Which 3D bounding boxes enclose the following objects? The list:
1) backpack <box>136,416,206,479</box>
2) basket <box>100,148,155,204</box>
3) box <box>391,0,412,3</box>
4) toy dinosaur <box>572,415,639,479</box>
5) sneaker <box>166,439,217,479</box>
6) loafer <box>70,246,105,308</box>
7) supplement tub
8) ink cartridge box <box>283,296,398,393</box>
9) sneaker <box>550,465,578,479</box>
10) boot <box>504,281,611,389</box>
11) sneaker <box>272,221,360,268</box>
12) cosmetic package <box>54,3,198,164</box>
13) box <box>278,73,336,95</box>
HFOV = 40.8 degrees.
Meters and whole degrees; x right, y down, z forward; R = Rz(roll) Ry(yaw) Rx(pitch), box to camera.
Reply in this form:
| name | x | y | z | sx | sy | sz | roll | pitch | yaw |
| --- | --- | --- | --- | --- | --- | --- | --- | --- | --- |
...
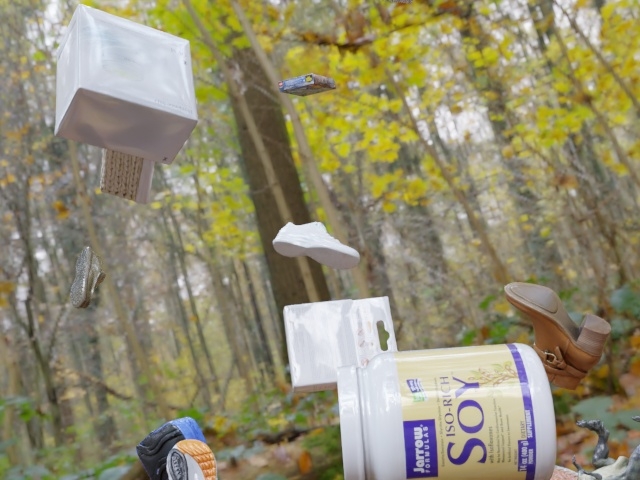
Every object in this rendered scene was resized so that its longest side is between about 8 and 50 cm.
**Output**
| name | x | y | z | sx | sy | sz | roll | pitch | yaw |
| --- | --- | --- | --- | --- | --- | --- | --- | --- | --- |
| backpack | -0.273 | 0.390 | 1.635 | 0.120 | 0.098 | 0.101 | -43 | -15 | 27 |
| basket | -0.390 | -0.171 | 1.765 | 0.103 | 0.113 | 0.167 | 10 | -39 | -10 |
| box | 0.123 | -0.491 | 1.535 | 0.101 | 0.087 | 0.102 | 6 | -37 | -3 |
| toy dinosaur | 0.413 | 0.300 | 1.169 | 0.268 | 0.118 | 0.064 | -4 | -8 | -15 |
| sneaker | -0.197 | 0.472 | 1.440 | 0.099 | 0.262 | 0.121 | -6 | -27 | -13 |
| loafer | -0.428 | 0.072 | 1.604 | 0.050 | 0.148 | 0.056 | 29 | -56 | -29 |
| supplement tub | 0.199 | 0.298 | 1.427 | 0.332 | 0.240 | 0.241 | -5 | -11 | 1 |
| ink cartridge box | 0.043 | 0.217 | 1.810 | 0.225 | 0.180 | 0.056 | -5 | -26 | -7 |
| sneaker | 0.604 | 0.624 | 1.927 | 0.108 | 0.302 | 0.121 | -26 | -40 | -56 |
| boot | 0.569 | 0.243 | 2.181 | 0.109 | 0.284 | 0.220 | -52 | -18 | -50 |
| sneaker | 0.000 | 0.000 | 2.003 | 0.212 | 0.094 | 0.080 | 14 | -37 | 19 |
| cosmetic package | -0.362 | -0.286 | 1.597 | 0.224 | 0.224 | 0.138 | 12 | -40 | -31 |
| box | -0.031 | -0.381 | 2.119 | 0.094 | 0.027 | 0.137 | -9 | 0 | 24 |
